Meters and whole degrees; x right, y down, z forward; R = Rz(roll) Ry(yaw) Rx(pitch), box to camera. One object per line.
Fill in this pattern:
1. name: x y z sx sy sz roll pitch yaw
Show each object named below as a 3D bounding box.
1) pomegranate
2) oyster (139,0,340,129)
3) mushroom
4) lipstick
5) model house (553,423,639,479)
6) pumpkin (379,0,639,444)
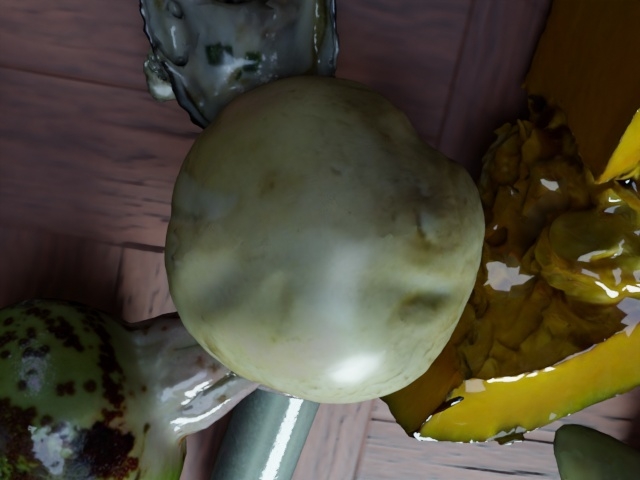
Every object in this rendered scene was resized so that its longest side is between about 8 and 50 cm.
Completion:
1. pomegranate: -0.110 0.075 0.620 0.163 0.125 0.138 -47 154 -7
2. oyster: -0.042 -0.105 0.590 0.108 0.053 0.166 -14 108 -20
3. mushroom: 0.000 0.000 0.559 0.148 0.112 0.148 -3 83 22
4. lipstick: -0.029 0.100 0.679 0.063 0.057 0.186 14 116 -14
5. model house: 0.258 0.182 0.645 0.194 0.267 0.325 -44 99 6
6. pumpkin: 0.131 -0.041 0.587 0.280 0.139 0.190 -22 117 0
